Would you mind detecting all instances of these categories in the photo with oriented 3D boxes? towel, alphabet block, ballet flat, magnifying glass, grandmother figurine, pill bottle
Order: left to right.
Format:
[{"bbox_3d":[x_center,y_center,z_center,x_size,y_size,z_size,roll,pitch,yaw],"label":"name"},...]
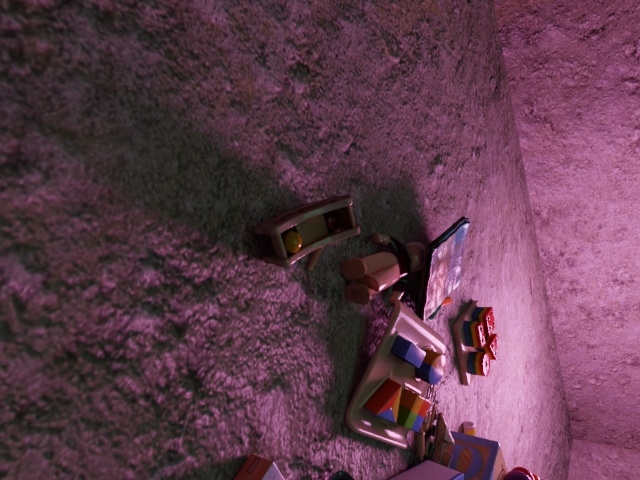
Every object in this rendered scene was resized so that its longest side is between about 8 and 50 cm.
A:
[{"bbox_3d":[0.198,0.078,1.146,0.342,0.104,0.208,-19,110,-47],"label":"grandmother figurine"},{"bbox_3d":[0.403,0.223,1.441,0.231,0.026,0.092,-1,87,-49],"label":"magnifying glass"},{"bbox_3d":[0.392,0.661,1.319,0.073,0.067,0.206,53,48,-54],"label":"ballet flat"},{"bbox_3d":[0.405,0.091,1.346,0.370,0.040,0.272,-26,124,-52],"label":"towel"},{"bbox_3d":[0.569,0.739,1.574,0.043,0.043,0.083,-10,94,-51],"label":"pill bottle"},{"bbox_3d":[0.491,0.782,1.358,0.192,0.193,0.197,-44,120,-42],"label":"alphabet block"}]

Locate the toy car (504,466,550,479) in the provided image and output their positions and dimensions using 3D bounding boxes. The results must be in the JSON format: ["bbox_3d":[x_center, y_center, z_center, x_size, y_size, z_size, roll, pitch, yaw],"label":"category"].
[{"bbox_3d":[0.647,0.793,1.304,0.182,0.159,0.136,10,44,-50],"label":"toy car"}]

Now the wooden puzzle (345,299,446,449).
[{"bbox_3d":[0.238,0.381,1.133,0.322,0.080,0.348,40,69,-41],"label":"wooden puzzle"}]

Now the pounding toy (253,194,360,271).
[{"bbox_3d":[0.000,0.000,0.864,0.269,0.154,0.155,-31,110,-47],"label":"pounding toy"}]

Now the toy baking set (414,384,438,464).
[{"bbox_3d":[0.333,0.564,1.303,0.197,0.030,0.256,-41,129,-53],"label":"toy baking set"}]

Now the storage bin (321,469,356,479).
[{"bbox_3d":[0.020,0.581,0.892,0.135,0.098,0.091,-6,119,-51],"label":"storage bin"}]

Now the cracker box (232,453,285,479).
[{"bbox_3d":[-0.104,0.536,0.752,0.156,0.067,0.232,-46,122,-44],"label":"cracker box"}]

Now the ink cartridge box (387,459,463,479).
[{"bbox_3d":[0.288,0.812,1.137,0.223,0.129,0.308,6,84,-44],"label":"ink cartridge box"}]

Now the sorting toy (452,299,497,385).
[{"bbox_3d":[0.636,0.407,1.654,0.257,0.089,0.256,-25,106,-49],"label":"sorting toy"}]
